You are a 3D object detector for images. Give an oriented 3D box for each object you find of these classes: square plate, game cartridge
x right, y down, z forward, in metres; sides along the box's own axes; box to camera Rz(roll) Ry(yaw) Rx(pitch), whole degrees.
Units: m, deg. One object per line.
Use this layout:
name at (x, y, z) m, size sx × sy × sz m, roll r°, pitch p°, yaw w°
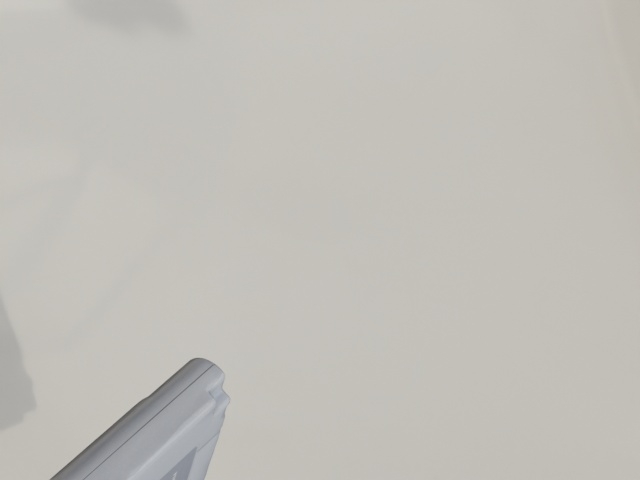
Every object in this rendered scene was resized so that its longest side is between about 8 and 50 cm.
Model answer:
square plate at (0.000, 0.000, 0.492) m, size 0.049 × 0.347 × 0.344 m, roll 98°, pitch -17°, yaw -57°
game cartridge at (-0.048, 0.068, 0.349) m, size 0.056 × 0.017 × 0.083 m, roll -45°, pitch 162°, yaw -43°
